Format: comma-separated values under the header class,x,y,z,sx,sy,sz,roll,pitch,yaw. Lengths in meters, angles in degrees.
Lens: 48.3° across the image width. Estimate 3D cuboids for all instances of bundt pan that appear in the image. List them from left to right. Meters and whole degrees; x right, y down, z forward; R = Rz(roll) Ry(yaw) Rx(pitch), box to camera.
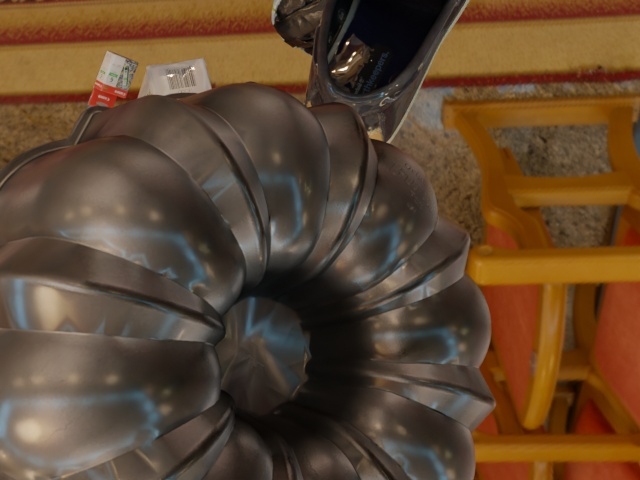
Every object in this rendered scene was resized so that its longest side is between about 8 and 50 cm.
class,x,y,z,sx,sy,sz,roll,pitch,yaw
bundt pan,-0.030,0.063,0.390,0.331,0.331,0.124,38,154,-23

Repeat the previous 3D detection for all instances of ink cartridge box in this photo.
class,x,y,z,sx,sy,sz,roll,pitch,yaw
ink cartridge box,-0.413,-0.313,1.423,0.063,0.029,0.115,9,108,-56
ink cartridge box,-0.322,-0.235,1.642,0.130,0.309,0.272,-14,91,-19

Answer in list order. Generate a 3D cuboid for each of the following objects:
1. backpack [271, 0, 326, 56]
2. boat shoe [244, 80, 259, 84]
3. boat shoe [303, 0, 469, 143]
class,x,y,z,sx,sy,sz,roll,pitch,yaw
backpack,0.061,-0.507,1.413,0.290,0.273,0.355,21,135,-29
boat shoe,-0.071,-0.067,0.687,0.080,0.223,0.073,-13,136,14
boat shoe,0.112,-0.353,0.949,0.187,0.500,0.156,21,167,6
